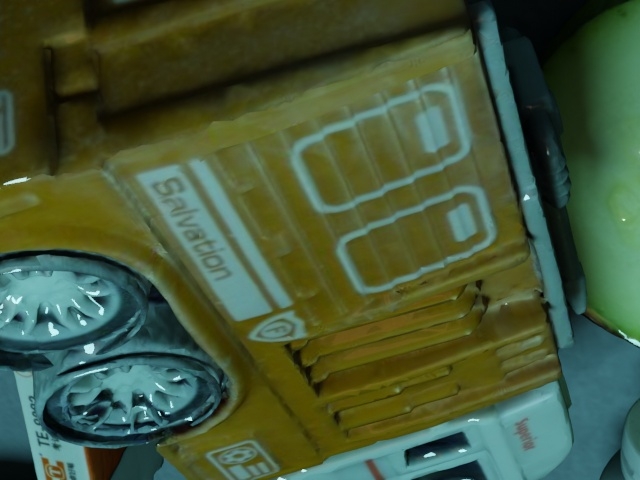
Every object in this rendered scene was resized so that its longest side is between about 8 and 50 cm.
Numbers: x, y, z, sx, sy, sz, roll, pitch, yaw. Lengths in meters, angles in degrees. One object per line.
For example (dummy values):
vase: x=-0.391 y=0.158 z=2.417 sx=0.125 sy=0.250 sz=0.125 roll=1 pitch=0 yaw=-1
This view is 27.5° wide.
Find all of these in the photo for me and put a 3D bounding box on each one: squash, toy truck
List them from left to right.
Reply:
toy truck: x=0.000 y=0.000 z=0.532 sx=0.207 sy=0.173 sz=0.387 roll=-16 pitch=148 yaw=8
squash: x=0.195 y=-0.032 z=0.620 sx=0.219 sy=0.041 sz=0.219 roll=13 pitch=129 yaw=17

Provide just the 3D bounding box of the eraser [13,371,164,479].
eraser: x=-0.115 y=0.041 z=0.706 sx=0.038 sy=0.157 sz=0.230 roll=7 pitch=127 yaw=12

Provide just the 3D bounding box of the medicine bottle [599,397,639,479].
medicine bottle: x=0.204 y=0.174 z=0.720 sx=0.107 sy=0.107 sz=0.191 roll=5 pitch=126 yaw=17
